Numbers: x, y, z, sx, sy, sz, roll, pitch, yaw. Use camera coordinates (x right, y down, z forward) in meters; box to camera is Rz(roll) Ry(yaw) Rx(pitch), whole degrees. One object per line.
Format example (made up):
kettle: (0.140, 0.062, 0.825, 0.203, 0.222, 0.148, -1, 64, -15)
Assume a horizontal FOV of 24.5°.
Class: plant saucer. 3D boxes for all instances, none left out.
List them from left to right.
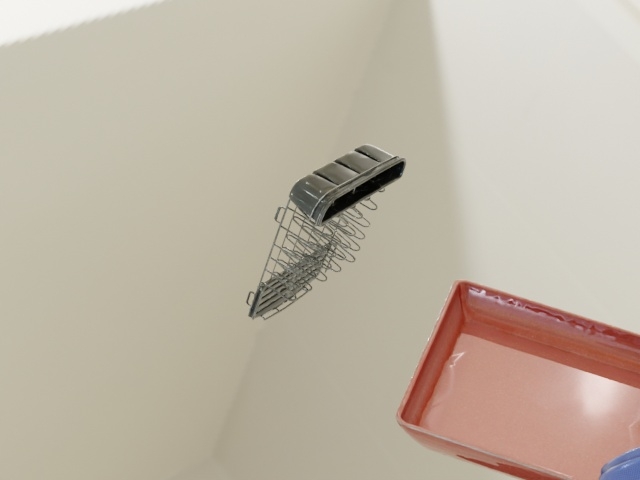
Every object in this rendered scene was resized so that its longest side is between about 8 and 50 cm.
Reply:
plant saucer: (0.222, 0.157, 1.443, 0.258, 0.259, 0.048, -59, -16, -55)

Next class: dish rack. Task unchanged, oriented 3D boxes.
dish rack: (0.000, 0.000, 2.039, 0.208, 0.074, 0.271, -30, -31, -48)

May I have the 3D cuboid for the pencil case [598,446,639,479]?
pencil case: (0.266, 0.260, 0.914, 0.119, 0.306, 0.133, -15, -12, -1)
